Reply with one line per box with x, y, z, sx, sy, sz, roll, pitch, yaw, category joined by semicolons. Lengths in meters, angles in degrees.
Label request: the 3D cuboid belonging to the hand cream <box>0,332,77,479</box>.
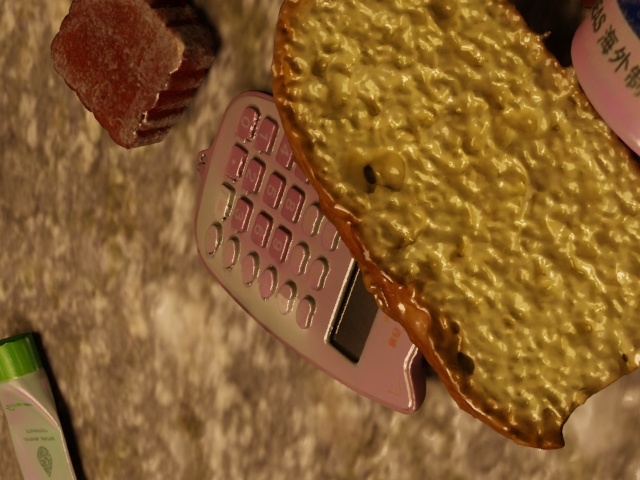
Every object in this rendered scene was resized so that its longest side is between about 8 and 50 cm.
-0.277;0.230;1.444;0.079;0.050;0.275;1;107;67;hand cream

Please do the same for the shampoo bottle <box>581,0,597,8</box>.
0.180;-0.274;0.921;0.085;0.085;0.244;-6;98;40;shampoo bottle

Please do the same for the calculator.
0.001;-0.001;1.162;0.294;0.043;0.194;36;122;31;calculator

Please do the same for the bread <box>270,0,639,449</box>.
0.108;-0.029;0.958;0.194;0.179;0.340;-35;75;5;bread

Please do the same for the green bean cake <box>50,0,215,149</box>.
-0.162;-0.165;1.240;0.135;0.056;0.136;52;127;19;green bean cake

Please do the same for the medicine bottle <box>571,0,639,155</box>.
0.289;-0.168;0.793;0.178;0.178;0.291;48;127;20;medicine bottle
